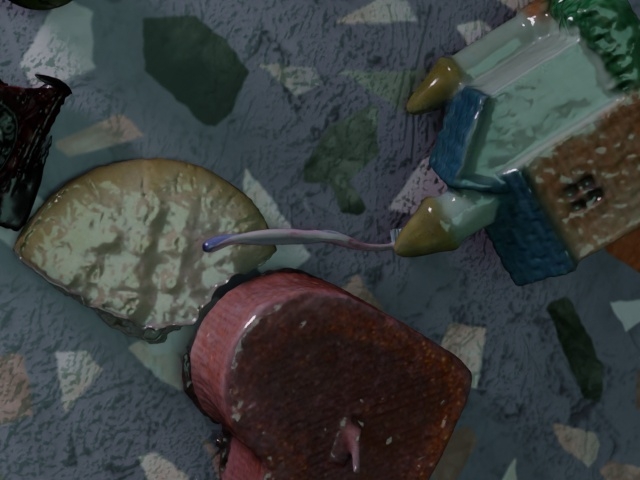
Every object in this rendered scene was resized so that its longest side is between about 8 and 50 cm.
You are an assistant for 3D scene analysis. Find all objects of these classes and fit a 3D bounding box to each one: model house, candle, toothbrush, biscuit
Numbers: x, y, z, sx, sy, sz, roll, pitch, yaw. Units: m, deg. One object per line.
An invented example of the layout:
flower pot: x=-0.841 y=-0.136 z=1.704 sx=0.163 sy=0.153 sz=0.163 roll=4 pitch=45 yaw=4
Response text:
model house: x=0.207 y=-0.084 z=1.372 sx=0.325 sy=0.194 sz=0.267 roll=-32 pitch=108 yaw=-1
candle: x=0.025 y=0.184 z=1.326 sx=0.287 sy=0.131 sz=0.316 roll=-16 pitch=107 yaw=-24
toothbrush: x=0.000 y=0.000 z=1.343 sx=0.269 sy=0.021 sz=0.027 roll=-2 pitch=77 yaw=-31
biscuit: x=-0.353 y=-0.120 z=1.201 sx=0.235 sy=0.063 sz=0.151 roll=26 pitch=97 yaw=-25
biscuit: x=-0.170 y=0.012 z=1.294 sx=0.265 sy=0.040 sz=0.188 roll=-6 pitch=95 yaw=-20

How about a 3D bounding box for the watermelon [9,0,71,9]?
watermelon: x=-0.259 y=-0.259 z=1.204 sx=0.109 sy=0.109 sz=0.109 roll=-2 pitch=96 yaw=-20
